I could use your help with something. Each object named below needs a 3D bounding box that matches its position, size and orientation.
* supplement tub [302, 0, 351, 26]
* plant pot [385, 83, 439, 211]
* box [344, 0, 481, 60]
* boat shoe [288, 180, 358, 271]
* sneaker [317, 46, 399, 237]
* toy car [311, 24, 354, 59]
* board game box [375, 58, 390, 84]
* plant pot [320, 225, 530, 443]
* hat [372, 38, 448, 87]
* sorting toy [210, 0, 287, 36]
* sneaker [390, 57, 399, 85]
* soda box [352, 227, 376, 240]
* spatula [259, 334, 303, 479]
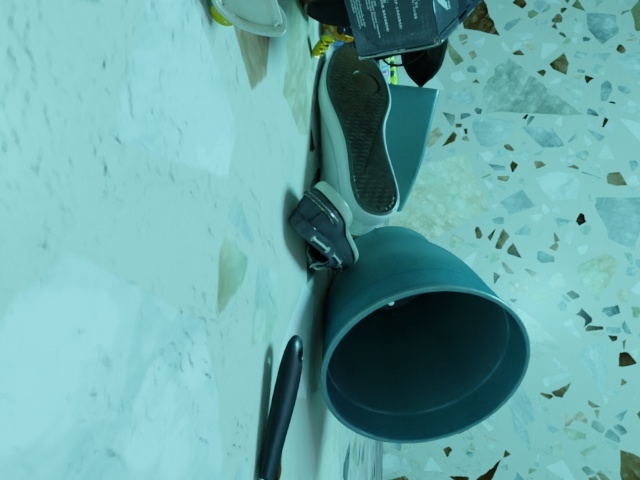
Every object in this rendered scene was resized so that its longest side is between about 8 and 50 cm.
[{"bbox_3d":[0.030,-0.360,0.504,0.106,0.106,0.197,-21,112,-78],"label":"supplement tub"},{"bbox_3d":[0.129,-0.185,0.893,0.165,0.166,0.234,-50,149,-72],"label":"plant pot"},{"bbox_3d":[0.085,-0.419,0.401,0.318,0.097,0.394,-50,133,-38],"label":"box"},{"bbox_3d":[0.000,0.000,0.551,0.065,0.075,0.206,-41,161,-11],"label":"boat shoe"},{"bbox_3d":[0.033,-0.140,0.635,0.123,0.106,0.289,133,-39,-59],"label":"sneaker"},{"bbox_3d":[0.004,-0.282,0.607,0.040,0.060,0.122,-43,-178,40],"label":"toy car"},{"bbox_3d":[0.122,-0.417,1.024,0.103,0.026,0.154,-127,-159,-46],"label":"board game box"},{"bbox_3d":[0.124,0.110,0.677,0.255,0.272,0.271,-100,-176,-60],"label":"plant pot"},{"bbox_3d":[0.109,-0.415,0.783,0.331,0.134,0.330,-12,90,-88],"label":"hat"},{"bbox_3d":[-0.052,-0.186,0.281,0.083,0.045,0.075,69,17,-60],"label":"sorting toy"},{"bbox_3d":[0.192,-0.406,1.290,0.123,0.110,0.295,-61,149,-59],"label":"sneaker"},{"bbox_3d":[0.068,-0.029,0.828,0.169,0.060,0.053,41,49,-74],"label":"soda box"},{"bbox_3d":[-0.041,0.231,0.382,0.084,0.031,0.296,52,40,-68],"label":"spatula"}]
